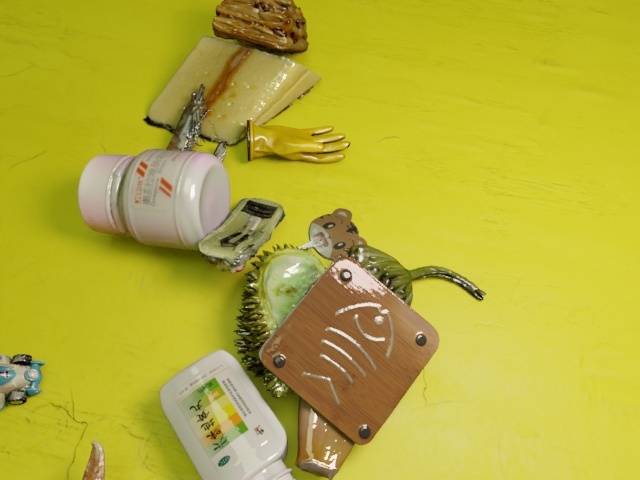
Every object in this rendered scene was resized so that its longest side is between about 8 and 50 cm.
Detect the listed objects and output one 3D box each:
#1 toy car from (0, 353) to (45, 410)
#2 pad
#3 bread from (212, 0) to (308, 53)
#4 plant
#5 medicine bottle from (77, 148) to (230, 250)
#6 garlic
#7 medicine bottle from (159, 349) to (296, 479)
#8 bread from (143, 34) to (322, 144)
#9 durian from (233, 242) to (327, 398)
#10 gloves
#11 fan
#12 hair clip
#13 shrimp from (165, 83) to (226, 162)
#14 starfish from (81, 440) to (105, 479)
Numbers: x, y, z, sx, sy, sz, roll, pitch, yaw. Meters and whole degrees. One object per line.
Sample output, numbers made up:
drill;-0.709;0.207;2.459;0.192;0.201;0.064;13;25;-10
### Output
toy car;-0.690;0.296;1.078;0.162;0.098;0.126;-7;61;-3
pad;0.065;0.214;1.024;0.286;0.018;0.284;40;76;-1
bread;-0.170;-0.686;1.568;0.278;0.167;0.324;16;23;5
plant;0.191;0.112;1.229;0.334;0.180;0.251;-1;46;-40
medicine bottle;-0.398;-0.103;1.240;0.302;0.241;0.241;5;59;11
garlic;0.023;0.332;1.059;0.143;0.112;0.318;17;50;-12
medicine bottle;-0.175;0.393;1.017;0.179;0.124;0.324;-31;66;-19
bread;-0.267;-0.442;1.575;0.346;0.242;0.404;34;97;14
durian;-0.088;0.171;1.132;0.198;0.163;0.394;12;43;-15
gloves;-0.061;-0.284;1.446;0.295;0.116;0.133;-1;66;-9
fan;0.000;0.000;1.321;0.227;0.008;0.152;-20;62;-14
hair clip;-0.187;-0.007;1.233;0.139;0.091;0.321;11;27;11
shrimp;-0.335;-0.299;1.435;0.169;0.058;0.295;16;79;1
starfish;-0.378;0.607;0.891;0.398;0.132;0.383;23;57;8
